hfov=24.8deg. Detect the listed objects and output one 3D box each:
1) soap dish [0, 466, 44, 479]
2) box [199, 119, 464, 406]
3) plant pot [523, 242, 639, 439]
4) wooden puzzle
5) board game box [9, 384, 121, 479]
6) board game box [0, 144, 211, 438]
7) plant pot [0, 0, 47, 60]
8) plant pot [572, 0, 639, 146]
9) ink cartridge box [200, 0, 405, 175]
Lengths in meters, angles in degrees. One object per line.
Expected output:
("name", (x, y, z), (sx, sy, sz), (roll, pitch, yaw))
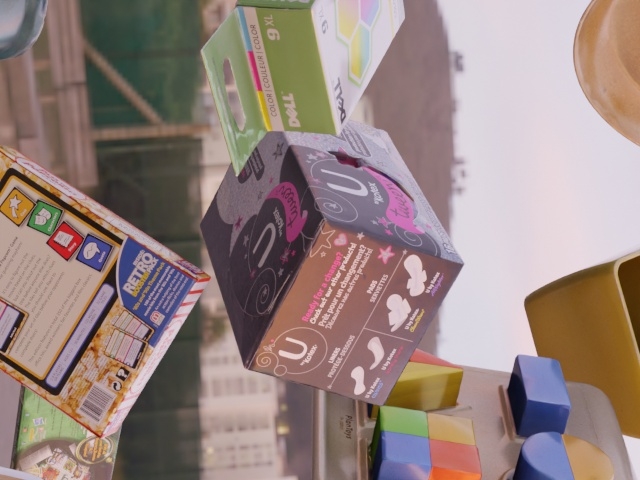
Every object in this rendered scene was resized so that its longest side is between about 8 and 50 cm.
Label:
("soap dish", (-0.408, 0.324, 1.452), (0.229, 0.291, 0.118), (-51, -133, 15))
("box", (0.000, 0.000, 1.293), (0.163, 0.142, 0.247), (-63, -153, 23))
("plant pot", (0.368, 0.108, 1.723), (0.187, 0.212, 0.212), (-10, -83, 52))
("wooden puzzle", (0.163, 0.191, 1.438), (0.322, 0.347, 0.081), (-90, -166, -65))
("board game box", (-0.330, 0.263, 1.886), (0.030, 0.136, 0.260), (-112, -150, -49))
("board game box", (-0.205, 0.038, 1.123), (0.147, 0.193, 0.045), (-57, 173, 6))
("plant pot", (-0.451, -0.240, 1.144), (0.341, 0.334, 0.341), (37, -37, 34))
("plant pot", (0.276, -0.118, 0.895), (0.236, 0.236, 0.032), (98, 6, -60))
("ink cartridge box", (-0.005, -0.149, 1.039), (0.209, 0.062, 0.109), (-61, 149, -42))
